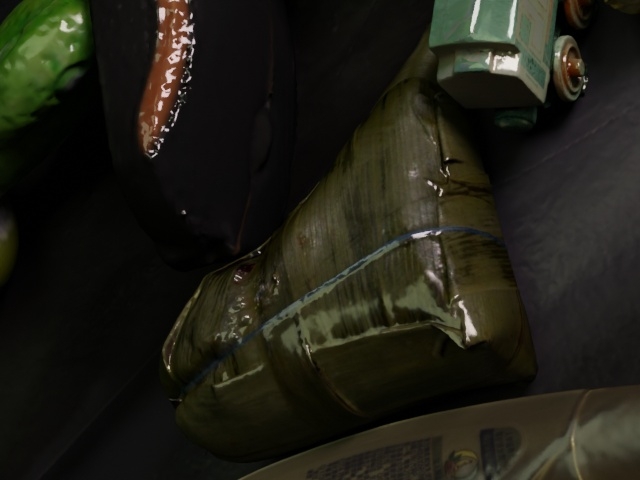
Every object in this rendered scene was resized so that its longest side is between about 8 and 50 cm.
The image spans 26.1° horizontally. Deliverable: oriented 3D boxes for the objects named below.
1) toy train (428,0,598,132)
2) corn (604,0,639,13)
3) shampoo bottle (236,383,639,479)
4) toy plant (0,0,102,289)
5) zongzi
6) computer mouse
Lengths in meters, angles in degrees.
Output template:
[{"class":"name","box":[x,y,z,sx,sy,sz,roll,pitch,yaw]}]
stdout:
[{"class":"toy train","box":[0.132,-0.174,0.916,0.080,0.125,0.194,0,73,30]},{"class":"corn","box":[0.218,-0.269,0.913,0.093,0.093,0.244,-6,70,32]},{"class":"shampoo bottle","box":[0.068,0.171,0.854,0.350,0.084,0.126,-23,64,25]},{"class":"toy plant","box":[-0.257,-0.088,1.109,0.316,0.224,0.184,-42,96,15]},{"class":"zongzi","box":[0.000,0.000,0.940,0.250,0.125,0.274,-20,60,19]},{"class":"computer mouse","box":[-0.085,-0.137,1.002,0.116,0.183,0.323,-18,69,23]}]
